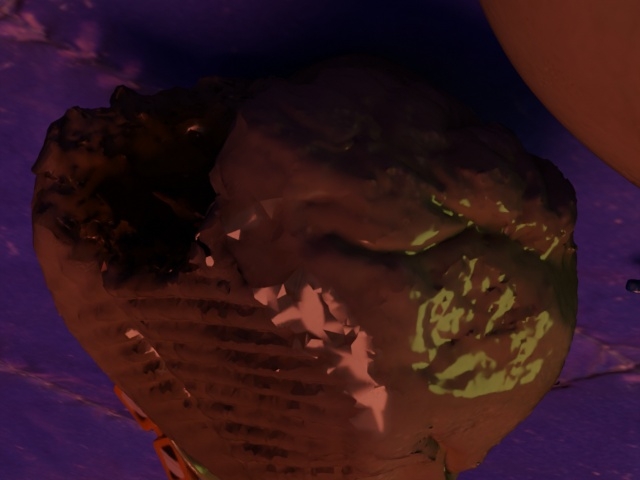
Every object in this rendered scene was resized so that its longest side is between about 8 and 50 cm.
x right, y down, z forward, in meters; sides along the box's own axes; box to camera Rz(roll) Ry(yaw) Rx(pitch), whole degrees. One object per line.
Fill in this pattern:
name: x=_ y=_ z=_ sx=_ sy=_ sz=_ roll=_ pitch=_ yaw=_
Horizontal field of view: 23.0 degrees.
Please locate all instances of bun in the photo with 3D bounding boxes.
bun: x=0.009 y=0.012 z=0.821 sx=0.281 sy=0.205 sz=0.281 roll=34 pitch=149 yaw=23

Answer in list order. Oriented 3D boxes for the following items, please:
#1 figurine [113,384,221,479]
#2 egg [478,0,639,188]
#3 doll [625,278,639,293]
figurine: x=-0.036 y=0.067 z=1.045 sx=0.180 sy=0.154 sz=0.262 roll=27 pitch=134 yaw=-8
egg: x=0.174 y=-0.104 z=0.517 sx=0.269 sy=0.219 sz=0.219 roll=27 pitch=152 yaw=1
doll: x=0.249 y=0.041 z=0.927 sx=0.143 sy=0.058 sz=0.098 roll=13 pitch=-167 yaw=25
